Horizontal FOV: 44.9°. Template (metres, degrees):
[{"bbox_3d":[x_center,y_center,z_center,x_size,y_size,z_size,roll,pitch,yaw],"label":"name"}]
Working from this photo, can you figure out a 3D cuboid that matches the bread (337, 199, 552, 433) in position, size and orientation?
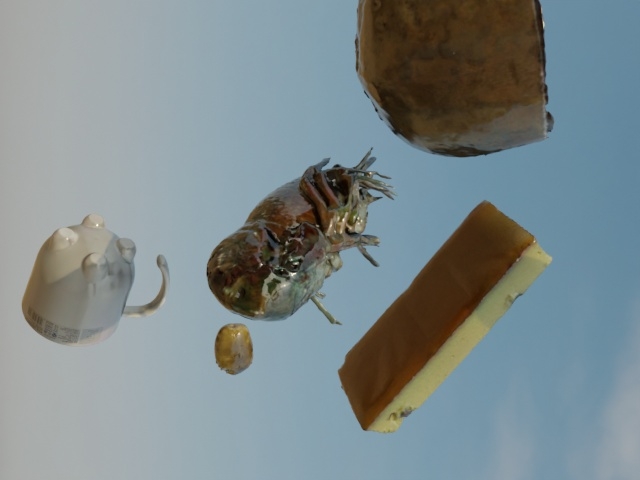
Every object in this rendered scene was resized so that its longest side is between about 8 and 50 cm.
[{"bbox_3d":[0.172,0.116,1.138,0.361,0.077,0.138,-50,-146,8],"label":"bread"}]

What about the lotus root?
[{"bbox_3d":[0.133,-0.217,0.778,0.192,0.272,0.272,-11,-103,22],"label":"lotus root"}]

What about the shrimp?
[{"bbox_3d":[-0.001,0.001,0.914,0.137,0.372,0.172,28,-54,25],"label":"shrimp"}]

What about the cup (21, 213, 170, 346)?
[{"bbox_3d":[-0.302,0.057,1.049,0.142,0.173,0.134,-60,-178,33],"label":"cup"}]

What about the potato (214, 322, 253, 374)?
[{"bbox_3d":[-0.111,0.140,0.996,0.040,0.051,0.083,42,-34,38],"label":"potato"}]
